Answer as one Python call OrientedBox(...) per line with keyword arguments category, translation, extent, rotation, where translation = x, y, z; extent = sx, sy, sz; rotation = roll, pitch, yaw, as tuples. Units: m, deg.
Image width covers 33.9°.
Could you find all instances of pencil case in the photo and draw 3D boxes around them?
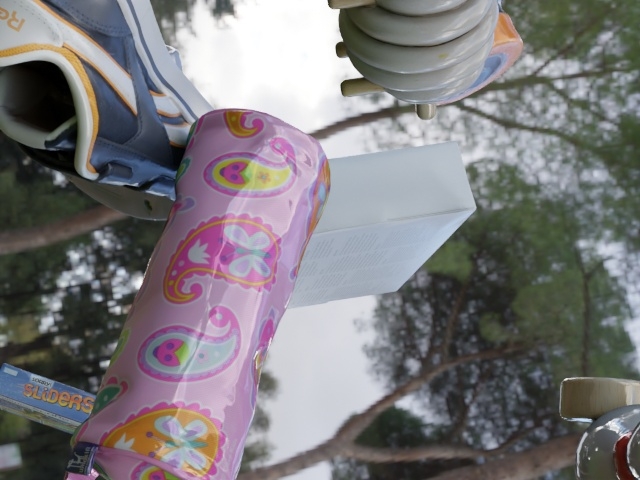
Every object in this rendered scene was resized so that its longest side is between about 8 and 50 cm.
OrientedBox(category="pencil case", translation=(-0.081, 0.047, 0.734), extent=(0.124, 0.124, 0.284), rotation=(132, -22, -62))

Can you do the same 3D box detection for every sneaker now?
OrientedBox(category="sneaker", translation=(-0.166, -0.096, 0.785), extent=(0.126, 0.127, 0.321), rotation=(23, -20, 26))

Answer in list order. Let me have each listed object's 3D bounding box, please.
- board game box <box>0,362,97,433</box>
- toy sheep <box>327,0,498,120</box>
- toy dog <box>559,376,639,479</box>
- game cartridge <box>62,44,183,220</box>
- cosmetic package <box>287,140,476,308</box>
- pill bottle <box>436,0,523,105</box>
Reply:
OrientedBox(category="board game box", translation=(-0.274, 0.202, 1.211), extent=(0.136, 0.201, 0.035), rotation=(131, -21, -68))
OrientedBox(category="toy sheep", translation=(0.049, -0.114, 0.546), extent=(0.132, 0.091, 0.091), rotation=(78, -11, -54))
OrientedBox(category="toy dog", translation=(0.288, 0.178, 0.805), extent=(0.334, 0.161, 0.220), rotation=(-76, 166, -83))
OrientedBox(category="game cartridge", translation=(-0.228, -0.128, 1.143), extent=(0.294, 0.060, 0.196), rotation=(22, -54, 45))
OrientedBox(category="cosmetic package", translation=(0.000, 0.000, 1.340), extent=(0.377, 0.284, 0.097), rotation=(122, -45, -69))
OrientedBox(category="pill bottle", translation=(0.062, -0.229, 0.822), extent=(0.246, 0.130, 0.130), rotation=(62, -26, 12))
